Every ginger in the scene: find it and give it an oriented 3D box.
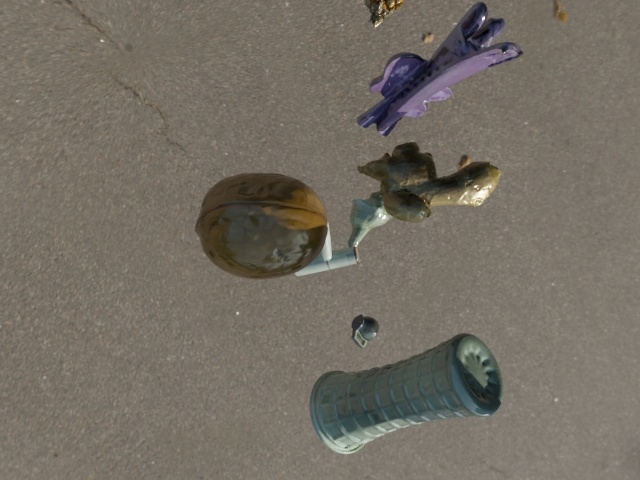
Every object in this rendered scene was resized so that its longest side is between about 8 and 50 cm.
[{"bbox_3d":[0.177,-0.103,0.743,0.213,0.133,0.059,-17,160,0],"label":"ginger"}]

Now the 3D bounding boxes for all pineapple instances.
[{"bbox_3d":[0.162,-0.631,1.267,0.114,0.077,0.114,23,99,-2],"label":"pineapple"}]

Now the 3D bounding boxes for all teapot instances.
[{"bbox_3d":[0.112,0.239,1.244,0.057,0.066,0.088,36,62,-27],"label":"teapot"}]

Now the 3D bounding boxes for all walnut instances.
[{"bbox_3d":[-0.092,-0.023,0.730,0.206,0.167,0.168,-2,112,-2],"label":"walnut"}]

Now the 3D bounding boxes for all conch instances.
[{"bbox_3d":[0.155,-0.099,1.500,0.233,0.137,0.114,-34,160,-5],"label":"conch"}]

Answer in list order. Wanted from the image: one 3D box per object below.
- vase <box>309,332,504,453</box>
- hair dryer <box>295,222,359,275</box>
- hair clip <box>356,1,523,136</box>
[{"bbox_3d":[0.127,0.240,0.728,0.143,0.143,0.298,26,140,-28],"label":"vase"},{"bbox_3d":[-0.008,0.001,1.038,0.154,0.044,0.183,-14,133,11],"label":"hair dryer"},{"bbox_3d":[0.175,-0.250,0.713,0.136,0.278,0.091,8,73,-37],"label":"hair clip"}]
